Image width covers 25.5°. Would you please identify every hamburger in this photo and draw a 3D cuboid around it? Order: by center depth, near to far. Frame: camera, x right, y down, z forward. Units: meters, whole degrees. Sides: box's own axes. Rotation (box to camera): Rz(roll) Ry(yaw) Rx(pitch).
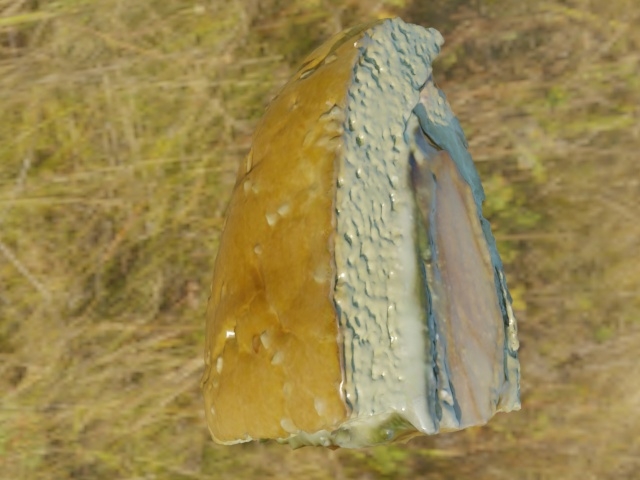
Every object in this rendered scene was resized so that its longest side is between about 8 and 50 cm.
[{"bbox_3d":[0.000,0.000,0.692,0.135,0.155,0.208,-5,89,-52],"label":"hamburger"}]
